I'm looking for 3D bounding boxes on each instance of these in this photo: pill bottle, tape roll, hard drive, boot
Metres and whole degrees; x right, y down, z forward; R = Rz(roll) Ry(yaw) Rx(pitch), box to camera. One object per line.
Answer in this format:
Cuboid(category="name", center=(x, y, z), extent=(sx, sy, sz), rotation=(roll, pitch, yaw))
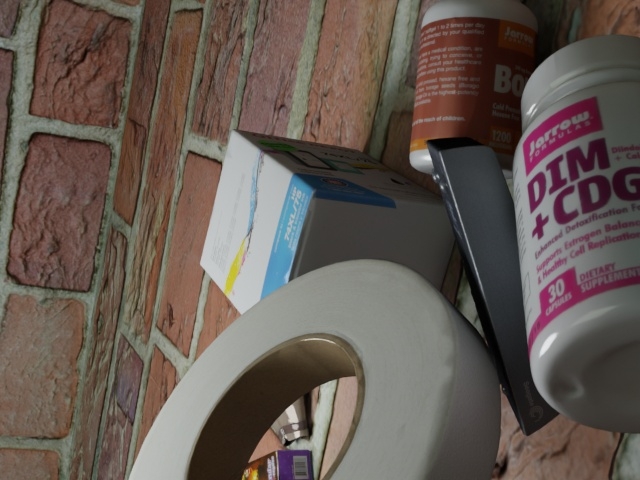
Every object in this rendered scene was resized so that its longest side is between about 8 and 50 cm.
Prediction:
Cuboid(category="pill bottle", center=(0.228, -0.016, 0.688), extent=(0.160, 0.160, 0.283), rotation=(-53, 23, 44))
Cuboid(category="pill bottle", center=(0.160, -0.176, 0.947), extent=(0.121, 0.121, 0.216), rotation=(1, 85, 62))
Cuboid(category="tape roll", center=(-0.023, 0.188, 0.813), extent=(0.392, 0.072, 0.392), rotation=(-32, 31, 23))
Cuboid(category="hard drive", center=(0.157, 0.028, 0.827), extent=(0.172, 0.054, 0.254), rotation=(-74, -34, -80))
Cuboid(category="boot", center=(-0.034, 0.241, 1.316), extent=(0.118, 0.042, 0.087), rotation=(-50, 48, 48))

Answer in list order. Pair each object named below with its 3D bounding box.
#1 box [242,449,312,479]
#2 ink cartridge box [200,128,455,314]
Cuboid(category="box", center=(-0.072, 0.463, 1.308), extent=(0.201, 0.057, 0.293), rotation=(-40, 50, 54))
Cuboid(category="ink cartridge box", center=(0.000, 0.000, 1.129), extent=(0.270, 0.198, 0.197), rotation=(39, 119, 58))
